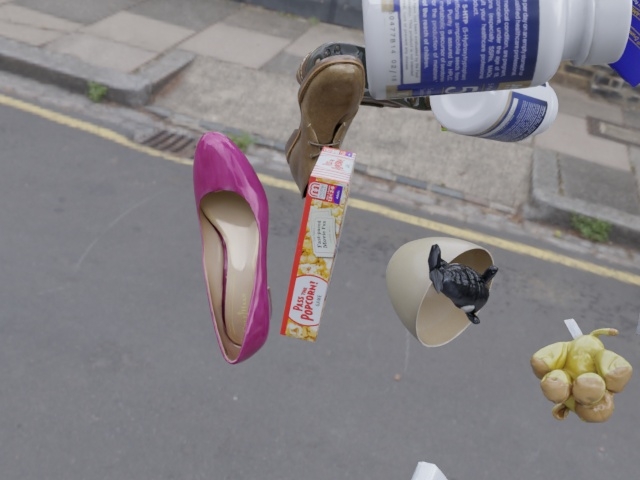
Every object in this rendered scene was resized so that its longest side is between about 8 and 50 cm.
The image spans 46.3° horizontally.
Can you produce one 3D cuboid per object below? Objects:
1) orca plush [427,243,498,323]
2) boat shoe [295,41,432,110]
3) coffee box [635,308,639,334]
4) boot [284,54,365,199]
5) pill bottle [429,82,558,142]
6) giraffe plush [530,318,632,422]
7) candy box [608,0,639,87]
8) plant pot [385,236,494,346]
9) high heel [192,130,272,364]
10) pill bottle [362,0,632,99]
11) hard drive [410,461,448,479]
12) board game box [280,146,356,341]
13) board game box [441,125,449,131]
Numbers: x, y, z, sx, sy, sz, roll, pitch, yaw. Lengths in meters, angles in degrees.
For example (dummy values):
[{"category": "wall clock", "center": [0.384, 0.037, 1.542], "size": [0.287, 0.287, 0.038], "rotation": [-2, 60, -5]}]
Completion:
[{"category": "orca plush", "center": [0.278, 0.060, 1.414], "size": [0.287, 0.102, 0.151], "rotation": [38, 21, -52]}, {"category": "boat shoe", "center": [0.105, -0.305, 1.391], "size": [0.324, 0.122, 0.120], "rotation": [3, 2, -27]}, {"category": "coffee box", "center": [0.654, 0.106, 1.206], "size": [0.246, 0.098, 0.141], "rotation": [11, 35, 25]}, {"category": "boot", "center": [0.013, -0.179, 1.248], "size": [0.112, 0.305, 0.115], "rotation": [-1, 60, -15]}, {"category": "pill bottle", "center": [0.208, -0.162, 0.866], "size": [0.094, 0.094, 0.169], "rotation": [34, 22, 35]}, {"category": "giraffe plush", "center": [0.510, 0.281, 1.458], "size": [0.181, 0.170, 0.210], "rotation": [-6, 29, 20]}, {"category": "candy box", "center": [0.549, -0.458, 1.225], "size": [0.268, 0.317, 0.122], "rotation": [42, 45, -5]}, {"category": "plant pot", "center": [0.279, 0.102, 1.922], "size": [0.284, 0.284, 0.191], "rotation": [-14, 36, -39]}, {"category": "high heel", "center": [-0.151, 0.012, 1.252], "size": [0.127, 0.377, 0.181], "rotation": [-12, 15, 13]}, {"category": "pill bottle", "center": [0.126, -0.168, 0.565], "size": [0.187, 0.112, 0.112], "rotation": [-3, 28, 6]}, {"category": "hard drive", "center": [0.157, 0.548, 1.217], "size": [0.040, 0.203, 0.307], "rotation": [-1, 46, 40]}, {"category": "board game box", "center": [0.000, 0.000, 0.887], "size": [0.045, 0.193, 0.147], "rotation": [12, 19, 2]}, {"category": "board game box", "center": [0.308, -0.257, 1.378], "size": [0.181, 0.092, 0.043], "rotation": [-10, 14, -20]}]
